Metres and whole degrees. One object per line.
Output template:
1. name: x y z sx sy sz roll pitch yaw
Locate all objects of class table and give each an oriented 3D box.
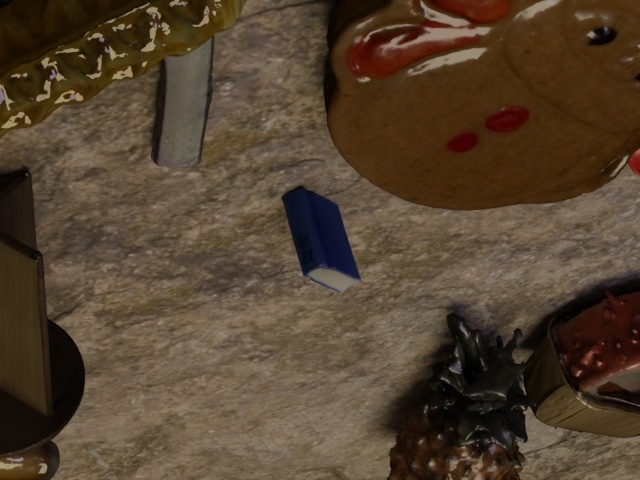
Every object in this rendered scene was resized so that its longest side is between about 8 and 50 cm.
1. table: -0.286 0.056 1.313 0.167 0.167 0.226 -7 140 -13

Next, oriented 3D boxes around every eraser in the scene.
1. eraser: 0.000 0.000 1.393 0.027 0.084 0.063 -32 147 25

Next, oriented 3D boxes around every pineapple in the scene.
1. pineapple: 0.170 0.201 1.759 0.169 0.169 0.340 -7 137 -13

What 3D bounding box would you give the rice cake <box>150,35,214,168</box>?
1. rice cake: -0.107 -0.119 1.200 0.047 0.036 0.206 3 148 -6

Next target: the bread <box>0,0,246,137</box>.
1. bread: -0.221 -0.121 1.095 0.367 0.077 0.084 -23 123 14

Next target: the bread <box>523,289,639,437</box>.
1. bread: 0.355 0.145 1.734 0.224 0.142 0.212 13 143 -37

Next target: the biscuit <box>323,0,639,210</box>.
1. biscuit: 0.183 -0.151 1.227 0.381 0.074 0.359 -28 145 26

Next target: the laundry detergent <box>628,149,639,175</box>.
1. laundry detergent: 0.341 -0.123 1.380 0.165 0.049 0.097 -27 138 16

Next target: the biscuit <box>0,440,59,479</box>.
1. biscuit: -0.448 0.263 1.655 0.291 0.062 0.237 7 144 -32
